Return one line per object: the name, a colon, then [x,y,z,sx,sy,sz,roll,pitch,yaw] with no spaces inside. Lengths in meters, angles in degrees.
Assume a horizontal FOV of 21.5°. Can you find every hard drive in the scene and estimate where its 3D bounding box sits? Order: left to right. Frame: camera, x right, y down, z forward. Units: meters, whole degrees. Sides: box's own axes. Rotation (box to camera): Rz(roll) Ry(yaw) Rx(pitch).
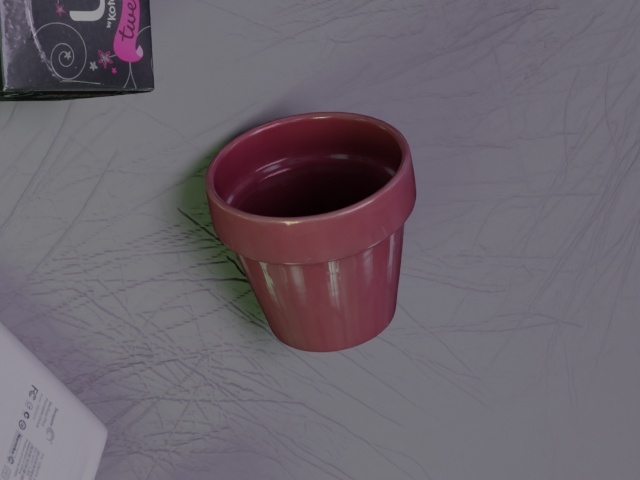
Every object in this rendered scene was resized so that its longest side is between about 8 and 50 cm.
hard drive: [-0.305,0.142,1.379,0.318,0.040,0.210,51,34,-33]

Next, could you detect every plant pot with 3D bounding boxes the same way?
plant pot: [0.000,0.000,1.636,0.201,0.201,0.180,-39,132,-37]

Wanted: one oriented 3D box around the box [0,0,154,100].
box: [-0.243,-0.242,1.412,0.163,0.142,0.247,-5,95,-44]
